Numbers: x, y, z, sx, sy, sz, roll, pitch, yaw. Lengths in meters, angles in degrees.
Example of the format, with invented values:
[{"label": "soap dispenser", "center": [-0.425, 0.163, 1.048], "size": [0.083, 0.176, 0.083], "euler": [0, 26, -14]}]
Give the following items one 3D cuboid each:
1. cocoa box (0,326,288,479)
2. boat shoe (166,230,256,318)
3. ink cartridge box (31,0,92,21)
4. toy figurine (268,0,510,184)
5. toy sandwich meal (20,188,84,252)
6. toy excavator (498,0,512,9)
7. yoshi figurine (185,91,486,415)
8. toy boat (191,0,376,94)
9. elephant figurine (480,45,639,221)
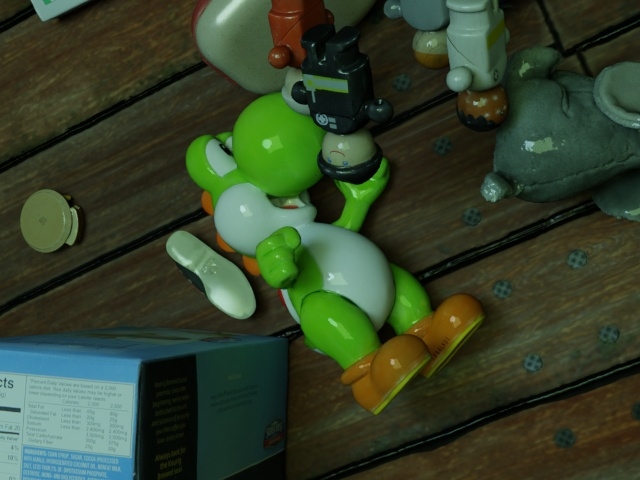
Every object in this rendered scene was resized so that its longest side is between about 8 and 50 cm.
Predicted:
[{"label": "cocoa box", "center": [-0.197, 0.208, 1.006], "size": [0.231, 0.347, 0.228], "euler": [1, 88, 19]}, {"label": "boat shoe", "center": [-0.122, 0.041, 1.148], "size": [0.133, 0.042, 0.049], "euler": [41, 81, 15]}, {"label": "ink cartridge box", "center": [-0.270, -0.384, 1.171], "size": [0.224, 0.056, 0.181], "euler": [-20, 106, 18]}, {"label": "toy figurine", "center": [0.064, -0.167, 0.928], "size": [0.209, 0.213, 0.148], "euler": [-18, 126, -8]}, {"label": "toy sandwich meal", "center": [-0.329, -0.024, 1.226], "size": [0.085, 0.029, 0.086], "euler": [0, 89, 23]}, {"label": "toy excavator", "center": [0.169, -0.481, 1.002], "size": [0.432, 0.222, 0.445], "euler": [-1, 74, 19]}, {"label": "yoshi figurine", "center": [0.006, -0.015, 1.039], "size": [0.203, 0.203, 0.362], "euler": [-43, 73, -4]}, {"label": "toy boat", "center": [-0.043, -0.283, 1.095], "size": [0.231, 0.151, 0.151], "euler": [-42, 47, 13]}, {"label": "elephant figurine", "center": [0.294, -0.108, 0.943], "size": [0.239, 0.169, 0.186], "euler": [5, 85, 23]}]
